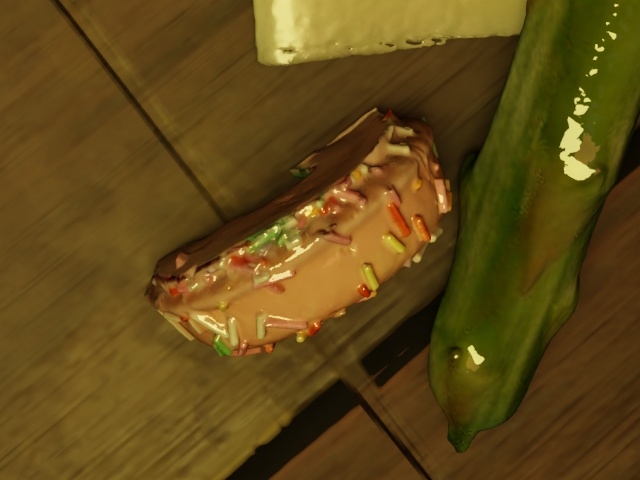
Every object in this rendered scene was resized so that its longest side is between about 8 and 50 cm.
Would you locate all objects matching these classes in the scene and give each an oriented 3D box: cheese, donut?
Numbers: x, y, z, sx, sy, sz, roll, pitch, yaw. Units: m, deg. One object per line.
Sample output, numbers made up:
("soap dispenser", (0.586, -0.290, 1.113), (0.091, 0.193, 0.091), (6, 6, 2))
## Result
("cheese", (0.158, -0.146, 0.920), (0.400, 0.034, 0.085), (-6, 98, -17))
("donut", (0.000, 0.000, 0.852), (0.166, 0.117, 0.065), (-36, 104, -8))

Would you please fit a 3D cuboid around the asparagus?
("asparagus", (0.119, -0.052, 0.877), (0.082, 0.085, 0.343), (8, 116, -15))
